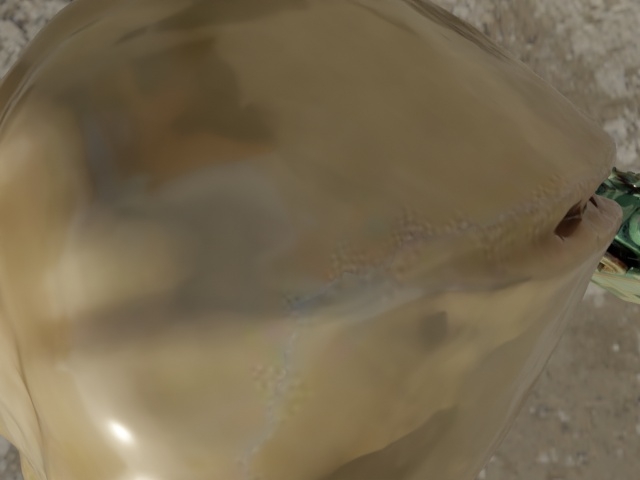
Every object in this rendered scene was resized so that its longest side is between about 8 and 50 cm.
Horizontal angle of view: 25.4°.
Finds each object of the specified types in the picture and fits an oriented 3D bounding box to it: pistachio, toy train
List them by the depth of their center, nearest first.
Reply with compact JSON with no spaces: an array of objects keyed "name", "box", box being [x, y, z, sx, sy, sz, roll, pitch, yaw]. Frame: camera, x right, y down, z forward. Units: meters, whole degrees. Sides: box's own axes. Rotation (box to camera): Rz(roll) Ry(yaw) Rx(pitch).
[{"name":"pistachio","box":[0.000,0.000,0.469,0.213,0.318,0.194,-10,97,26]},{"name":"toy train","box":[0.227,-0.001,1.050,0.125,0.194,0.081,30,87,-14]}]
